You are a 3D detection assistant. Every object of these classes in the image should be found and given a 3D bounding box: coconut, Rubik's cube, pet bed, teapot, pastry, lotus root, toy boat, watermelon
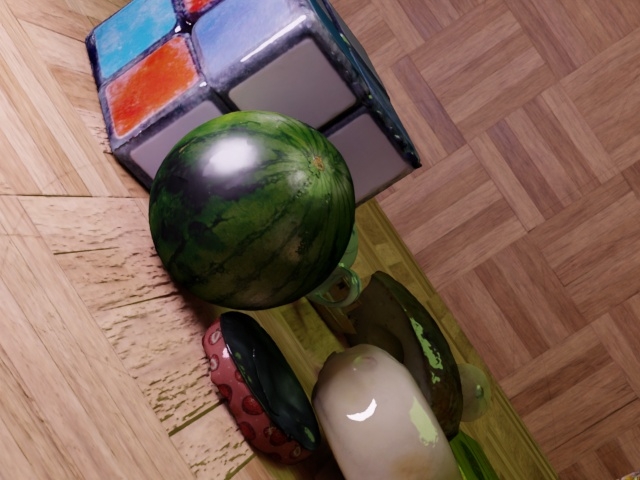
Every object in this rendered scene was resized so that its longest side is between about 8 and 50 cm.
[{"bbox_3d":[0.279,0.303,2.371,0.116,0.116,0.122,55,-28,-9],"label":"coconut"},{"bbox_3d":[-0.096,-0.194,1.639,0.316,0.313,0.318,48,14,-40],"label":"Rubik's cube"},{"bbox_3d":[-0.066,0.166,1.359,0.201,0.053,0.201,53,9,-12],"label":"pet bed"},{"bbox_3d":[0.000,0.000,1.869,0.159,0.159,0.232,36,35,-65],"label":"teapot"},{"bbox_3d":[0.083,0.254,1.464,0.265,0.133,0.265,61,-5,9],"label":"pastry"},{"bbox_3d":[0.160,0.191,2.052,0.314,0.142,0.210,53,23,17],"label":"lotus root"},{"bbox_3d":[0.009,0.068,1.997,0.200,0.077,0.057,54,10,-10],"label":"toy boat"},{"bbox_3d":[-0.079,-0.034,1.393,0.242,0.242,0.242,54,10,-13],"label":"watermelon"}]

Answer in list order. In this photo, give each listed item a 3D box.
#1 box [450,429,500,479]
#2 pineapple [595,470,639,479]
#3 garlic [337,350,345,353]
[{"bbox_3d":[0.271,0.424,2.205,0.187,0.047,0.335,62,10,30],"label":"box"},{"bbox_3d":[0.405,0.516,1.679,0.300,0.352,0.352,53,9,4],"label":"pineapple"},{"bbox_3d":[0.066,0.216,1.775,0.124,0.099,0.174,38,2,11],"label":"garlic"}]
